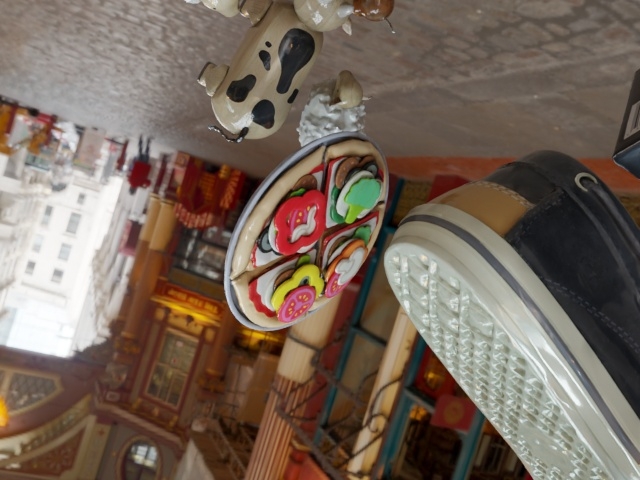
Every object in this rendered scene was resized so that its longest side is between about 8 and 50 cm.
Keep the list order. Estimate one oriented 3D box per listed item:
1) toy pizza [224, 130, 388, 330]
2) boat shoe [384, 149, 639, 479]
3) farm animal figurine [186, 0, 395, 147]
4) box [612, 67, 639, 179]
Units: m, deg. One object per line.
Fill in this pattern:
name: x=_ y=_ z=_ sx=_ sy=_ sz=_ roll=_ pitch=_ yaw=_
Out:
toy pizza: x=0.000 y=0.000 z=0.577 sx=0.032 sy=0.201 sz=0.201 roll=34 pitch=-170 yaw=33
boat shoe: x=0.244 y=0.148 z=0.485 sx=0.500 sy=0.156 sz=0.187 roll=53 pitch=160 yaw=-11
farm animal figurine: x=-0.052 y=-0.257 z=0.728 sx=0.330 sy=0.326 sz=0.172 roll=8 pitch=-158 yaw=-25
box: x=0.322 y=-0.083 z=0.326 sx=0.184 sy=0.103 sz=0.261 roll=36 pitch=146 yaw=-8
